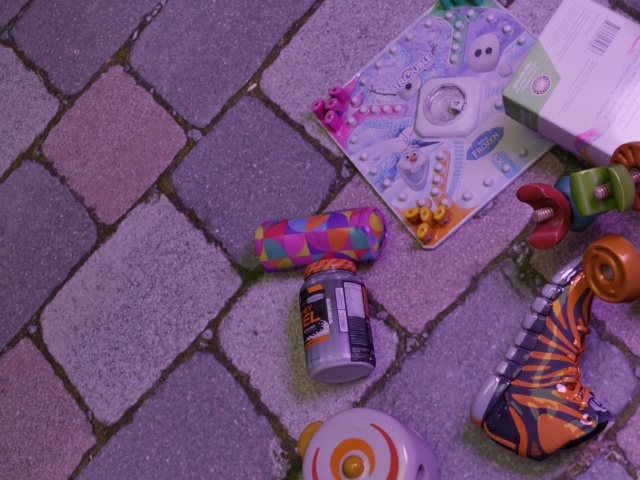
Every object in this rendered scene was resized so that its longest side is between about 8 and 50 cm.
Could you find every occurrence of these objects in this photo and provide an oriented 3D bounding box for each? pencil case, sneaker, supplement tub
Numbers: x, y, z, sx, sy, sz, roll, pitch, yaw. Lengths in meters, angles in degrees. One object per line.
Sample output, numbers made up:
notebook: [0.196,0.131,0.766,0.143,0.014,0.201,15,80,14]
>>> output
pencil case: [0.000,0.000,1.834,0.236,0.104,0.104,-8,67,26]
sneaker: [0.379,0.188,1.564,0.180,0.125,0.321,33,97,28]
supplement tub: [0.026,0.134,1.752,0.117,0.117,0.190,-17,63,20]

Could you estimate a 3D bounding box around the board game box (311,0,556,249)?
board game box: [0.222,-0.242,1.843,0.390,0.050,0.390,-41,58,7]

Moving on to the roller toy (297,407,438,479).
roller toy: [0.074,0.359,1.620,0.191,0.146,0.209,-27,60,15]

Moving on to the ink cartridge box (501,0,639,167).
ink cartridge box: [0.488,-0.209,1.626,0.353,0.119,0.207,33,87,16]

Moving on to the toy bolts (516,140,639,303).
toy bolts: [0.424,-0.033,1.514,0.228,0.159,0.218,2,109,61]
